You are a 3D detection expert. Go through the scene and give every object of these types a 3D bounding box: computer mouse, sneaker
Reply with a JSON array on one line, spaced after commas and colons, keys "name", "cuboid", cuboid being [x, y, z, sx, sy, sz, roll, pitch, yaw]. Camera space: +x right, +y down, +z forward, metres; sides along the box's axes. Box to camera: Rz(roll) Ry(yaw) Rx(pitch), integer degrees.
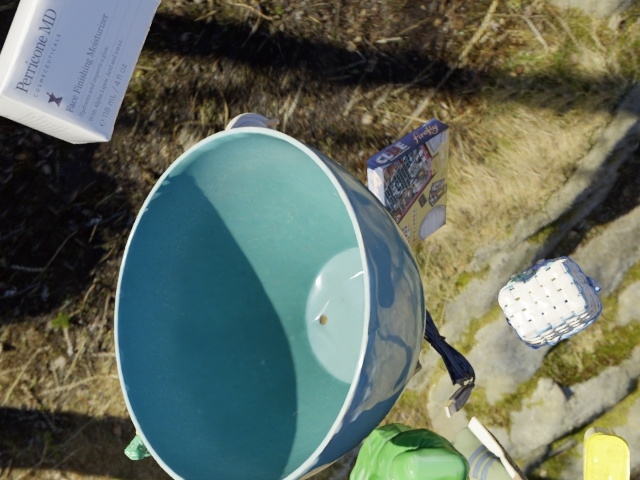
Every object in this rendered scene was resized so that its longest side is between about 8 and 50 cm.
[{"name": "computer mouse", "cuboid": [0.120, 0.203, 0.986, 0.184, 0.262, 0.060, 50, 130, 15]}, {"name": "sneaker", "cuboid": [0.222, 0.320, 0.885, 0.086, 0.192, 0.064, -43, 109, 3]}]

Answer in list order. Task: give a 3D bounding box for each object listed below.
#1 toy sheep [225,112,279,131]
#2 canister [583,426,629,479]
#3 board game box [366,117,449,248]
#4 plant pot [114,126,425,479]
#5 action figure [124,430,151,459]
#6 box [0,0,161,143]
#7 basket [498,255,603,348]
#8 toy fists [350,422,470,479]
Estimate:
[{"name": "toy sheep", "cuboid": [-0.102, -0.151, 0.991, 0.091, 0.132, 0.091, 0, 89, -7]}, {"name": "canister", "cuboid": [0.532, 0.419, 1.238, 0.073, 0.170, 0.126, 2, 82, 20]}, {"name": "board game box", "cuboid": [0.166, -0.085, 1.226, 0.165, 0.042, 0.243, -34, 140, -23]}, {"name": "plant pot", "cuboid": [-0.019, 0.065, 0.595, 0.195, 0.290, 0.290, 12, 113, -50]}, {"name": "action figure", "cuboid": [-0.287, 0.311, 1.191, 0.063, 0.232, 0.137, 7, 114, 9]}, {"name": "box", "cuboid": [-0.287, -0.215, 0.751, 0.119, 0.182, 0.181, 21, 85, -32]}, {"name": "basket", "cuboid": [0.599, 0.159, 1.711, 0.254, 0.201, 0.289, -31, 154, 18]}, {"name": "toy fists", "cuboid": [0.063, 0.310, 0.600, 0.096, 0.142, 0.279, 21, 87, -27]}]
